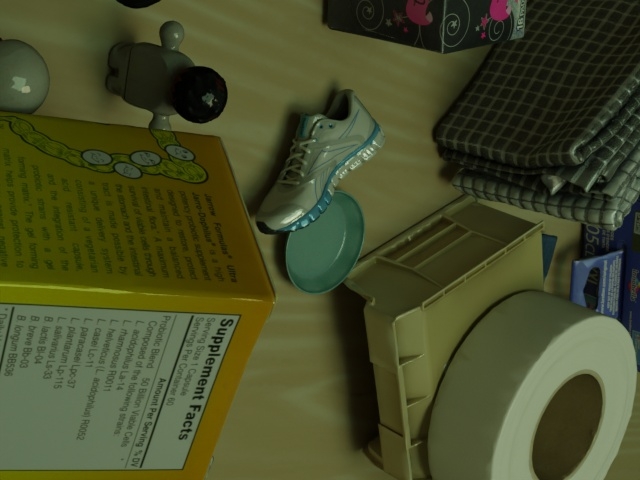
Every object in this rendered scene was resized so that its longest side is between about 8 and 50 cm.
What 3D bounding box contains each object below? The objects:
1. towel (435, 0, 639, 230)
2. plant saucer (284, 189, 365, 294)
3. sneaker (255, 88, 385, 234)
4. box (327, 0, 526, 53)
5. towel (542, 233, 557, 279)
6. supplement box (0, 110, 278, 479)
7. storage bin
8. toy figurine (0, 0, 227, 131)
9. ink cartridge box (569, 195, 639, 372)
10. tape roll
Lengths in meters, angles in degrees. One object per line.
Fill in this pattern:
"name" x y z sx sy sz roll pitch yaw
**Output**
"towel" 0.292 -0.166 1.381 0.284 0.235 0.121 -51 133 -19
"plant saucer" 0.000 0.000 1.309 0.119 0.021 0.119 -19 119 -39
"sneaker" -0.013 -0.085 1.235 0.191 0.071 0.083 -51 129 -30
"box" 0.110 -0.324 1.178 0.142 0.163 0.247 -19 119 -41
"towel" 0.277 0.045 1.606 0.067 0.029 0.119 7 102 -47
"supplement box" -0.240 0.037 0.830 0.356 0.195 0.194 5 129 -24
"storage bin" 0.153 0.121 1.443 0.260 0.123 0.262 -30 127 -33
"toy figurine" -0.190 -0.132 0.965 0.213 0.148 0.209 -47 134 -22
"ink cartridge box" 0.518 0.020 1.750 0.395 0.151 0.270 -24 122 -39
"tape roll" 0.257 0.208 1.422 0.286 0.100 0.286 -20 120 -40
